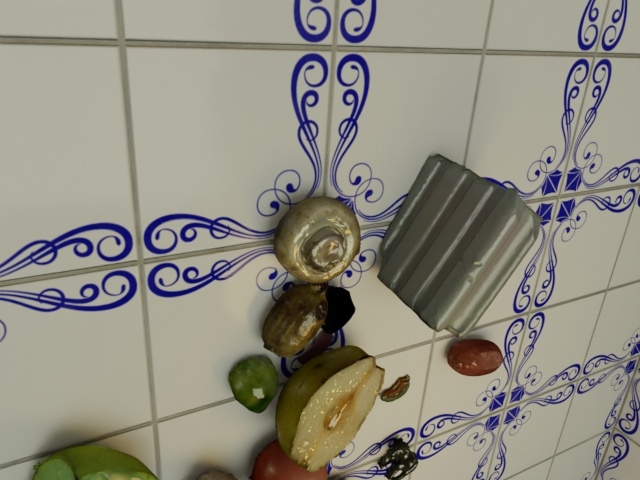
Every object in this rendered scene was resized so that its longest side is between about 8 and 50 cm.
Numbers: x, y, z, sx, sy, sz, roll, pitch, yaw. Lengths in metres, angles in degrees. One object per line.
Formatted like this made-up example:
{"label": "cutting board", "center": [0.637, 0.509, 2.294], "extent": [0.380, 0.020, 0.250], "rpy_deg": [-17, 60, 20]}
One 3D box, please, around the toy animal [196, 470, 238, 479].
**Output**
{"label": "toy animal", "center": [-0.296, 0.833, 1.604], "extent": [0.188, 0.226, 0.358], "rpy_deg": [-19, 123, -35]}

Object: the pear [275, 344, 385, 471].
{"label": "pear", "center": [0.001, 0.479, 1.620], "extent": [0.386, 0.191, 0.340], "rpy_deg": [-49, 137, -17]}

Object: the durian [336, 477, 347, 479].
{"label": "durian", "center": [0.064, 0.979, 1.917], "extent": [0.200, 0.176, 0.237], "rpy_deg": [29, 91, -27]}

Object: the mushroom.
{"label": "mushroom", "center": [0.000, 0.000, 1.407], "extent": [0.255, 0.184, 0.254], "rpy_deg": [-5, 102, -22]}

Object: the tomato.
{"label": "tomato", "center": [-0.100, 0.761, 1.691], "extent": [0.256, 0.224, 0.255], "rpy_deg": [-7, 112, -18]}

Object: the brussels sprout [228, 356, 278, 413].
{"label": "brussels sprout", "center": [-0.183, 0.422, 1.534], "extent": [0.151, 0.122, 0.149], "rpy_deg": [31, 97, -36]}

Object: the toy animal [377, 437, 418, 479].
{"label": "toy animal", "center": [0.296, 0.846, 2.042], "extent": [0.146, 0.114, 0.245], "rpy_deg": [-39, 148, -1]}

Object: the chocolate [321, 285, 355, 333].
{"label": "chocolate", "center": [0.038, 0.193, 1.585], "extent": [0.125, 0.080, 0.148], "rpy_deg": [-4, 108, -42]}

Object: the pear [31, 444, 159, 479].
{"label": "pear", "center": [-0.567, 0.673, 1.374], "extent": [0.318, 0.238, 0.342], "rpy_deg": [13, 100, -47]}

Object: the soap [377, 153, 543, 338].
{"label": "soap", "center": [0.387, 0.017, 1.557], "extent": [0.213, 0.350, 0.435], "rpy_deg": [23, 102, -44]}

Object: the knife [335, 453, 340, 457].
{"label": "knife", "center": [0.008, 0.718, 1.852], "extent": [0.045, 0.021, 0.222], "rpy_deg": [-41, 131, -7]}

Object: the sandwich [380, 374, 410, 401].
{"label": "sandwich", "center": [0.278, 0.544, 1.924], "extent": [0.135, 0.029, 0.067], "rpy_deg": [-36, 127, -11]}

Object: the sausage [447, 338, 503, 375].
{"label": "sausage", "center": [0.585, 0.438, 1.988], "extent": [0.254, 0.148, 0.148], "rpy_deg": [0, 112, -32]}

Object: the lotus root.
{"label": "lotus root", "center": [-0.065, 0.214, 1.496], "extent": [0.145, 0.128, 0.260], "rpy_deg": [35, 92, 3]}

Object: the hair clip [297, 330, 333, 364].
{"label": "hair clip", "center": [-0.013, 0.337, 1.657], "extent": [0.137, 0.022, 0.054], "rpy_deg": [-46, 124, -4]}
